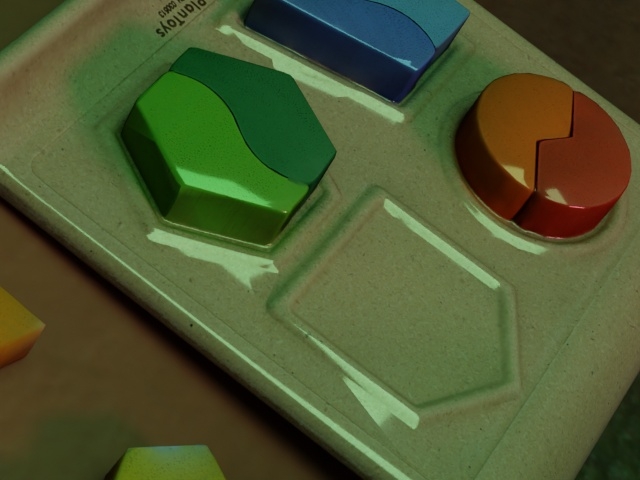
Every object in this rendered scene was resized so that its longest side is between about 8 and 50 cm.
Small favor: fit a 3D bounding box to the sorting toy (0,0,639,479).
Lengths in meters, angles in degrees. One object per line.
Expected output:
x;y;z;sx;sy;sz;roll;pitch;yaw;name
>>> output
0.000;0.000;0.571;0.229;0.041;0.307;41;47;1;sorting toy
